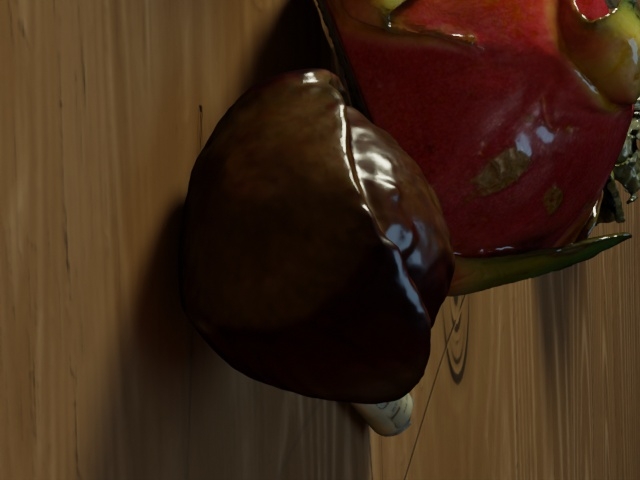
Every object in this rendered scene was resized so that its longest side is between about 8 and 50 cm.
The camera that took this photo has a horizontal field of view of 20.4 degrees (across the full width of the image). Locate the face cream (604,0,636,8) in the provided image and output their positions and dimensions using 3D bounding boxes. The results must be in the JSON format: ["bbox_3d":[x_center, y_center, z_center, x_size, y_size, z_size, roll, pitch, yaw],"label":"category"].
[{"bbox_3d":[0.311,-0.364,2.020,0.206,0.111,0.205,1,90,-70],"label":"face cream"}]

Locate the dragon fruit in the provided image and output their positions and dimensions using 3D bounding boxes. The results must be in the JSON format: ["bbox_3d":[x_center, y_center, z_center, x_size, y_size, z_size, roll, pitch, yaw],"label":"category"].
[{"bbox_3d":[0.112,-0.109,1.207,0.290,0.189,0.290,161,-90,-89],"label":"dragon fruit"}]

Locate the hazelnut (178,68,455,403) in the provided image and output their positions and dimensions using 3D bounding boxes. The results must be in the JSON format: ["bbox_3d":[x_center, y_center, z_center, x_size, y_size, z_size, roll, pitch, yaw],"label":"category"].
[{"bbox_3d":[0.000,-0.005,1.029,0.170,0.161,0.201,115,-13,-56],"label":"hazelnut"}]

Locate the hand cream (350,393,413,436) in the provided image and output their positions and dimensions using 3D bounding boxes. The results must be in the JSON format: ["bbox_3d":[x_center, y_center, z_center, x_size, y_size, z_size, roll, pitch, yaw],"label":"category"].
[{"bbox_3d":[0.033,0.101,1.325,0.143,0.039,0.061,53,43,-52],"label":"hand cream"}]

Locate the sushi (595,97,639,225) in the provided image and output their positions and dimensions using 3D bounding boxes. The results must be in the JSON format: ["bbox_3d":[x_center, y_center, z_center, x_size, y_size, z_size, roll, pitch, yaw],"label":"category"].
[{"bbox_3d":[0.324,-0.106,2.026,0.291,0.131,0.139,-74,155,-58],"label":"sushi"}]
